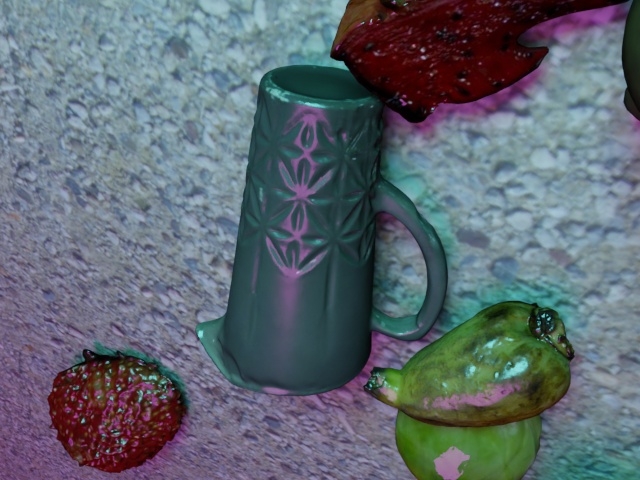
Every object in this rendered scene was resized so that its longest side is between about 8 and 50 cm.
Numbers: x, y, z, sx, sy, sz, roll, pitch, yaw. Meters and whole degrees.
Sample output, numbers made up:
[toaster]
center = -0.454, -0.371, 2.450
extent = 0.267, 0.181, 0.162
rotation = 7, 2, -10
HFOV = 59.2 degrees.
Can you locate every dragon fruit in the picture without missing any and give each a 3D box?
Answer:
[dragon fruit]
center = 0.105, -0.144, 0.368
extent = 0.192, 0.092, 0.122
rotation = -6, 106, 26

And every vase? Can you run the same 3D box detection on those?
[vase]
center = 0.000, 0.000, 0.529
extent = 0.251, 0.156, 0.301
rotation = 10, 123, 5

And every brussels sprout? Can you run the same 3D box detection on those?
[brussels sprout]
center = 0.151, 0.212, 0.598
extent = 0.151, 0.122, 0.149
rotation = 18, 133, 20

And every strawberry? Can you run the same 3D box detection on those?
[strawberry]
center = -0.370, 0.300, 0.970
extent = 0.233, 0.138, 0.306
rotation = 43, 135, -2

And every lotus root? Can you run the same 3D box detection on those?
[lotus root]
center = 0.138, 0.124, 0.526
extent = 0.191, 0.108, 0.094
rotation = -25, 113, 17

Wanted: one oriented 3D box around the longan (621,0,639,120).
[longan]
center = 0.247, -0.096, 0.292
extent = 0.185, 0.159, 0.204
rotation = 55, 169, -7
